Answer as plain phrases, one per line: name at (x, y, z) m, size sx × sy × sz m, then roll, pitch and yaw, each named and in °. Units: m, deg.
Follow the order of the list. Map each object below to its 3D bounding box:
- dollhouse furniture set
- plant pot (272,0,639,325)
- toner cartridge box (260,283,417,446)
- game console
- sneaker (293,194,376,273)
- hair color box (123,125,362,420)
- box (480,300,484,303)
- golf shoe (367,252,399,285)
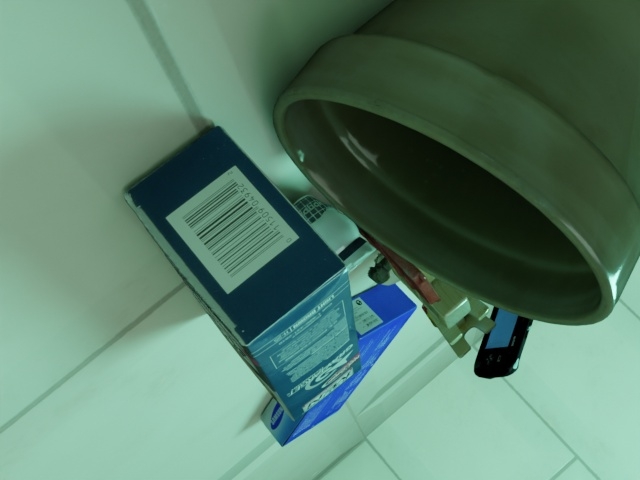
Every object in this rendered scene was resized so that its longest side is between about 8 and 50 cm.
dollhouse furniture set at (0.185, -0.002, 1.057) m, size 0.201 × 0.152 × 0.374 m, roll -42°, pitch 152°, yaw -1°
plant pot at (0.166, -0.127, 0.685) m, size 0.280 × 0.323 × 0.323 m, roll -55°, pitch 163°, yaw -13°
toner cartridge box at (0.026, 0.225, 1.420) m, size 0.165 × 0.075 × 0.347 m, roll -21°, pitch 151°, yaw -44°
game console at (0.328, 0.046, 1.224) m, size 0.213 × 0.044 × 0.361 m, roll 130°, pitch -16°, yaw -71°
sneaker at (0.000, 0.000, 0.906) m, size 0.090 × 0.095 × 0.235 m, roll -43°, pitch 180°, yaw -10°
hair color box at (-0.057, 0.056, 0.769) m, size 0.105 × 0.174 × 0.347 m, roll -38°, pitch 160°, yaw -10°
box at (0.331, 0.005, 1.455) m, size 0.232 × 0.127 × 0.148 m, roll -30°, pitch 157°, yaw -30°
golf shoe at (0.199, 0.008, 1.200) m, size 0.273 × 0.120 × 0.105 m, roll -32°, pitch -177°, yaw -21°
